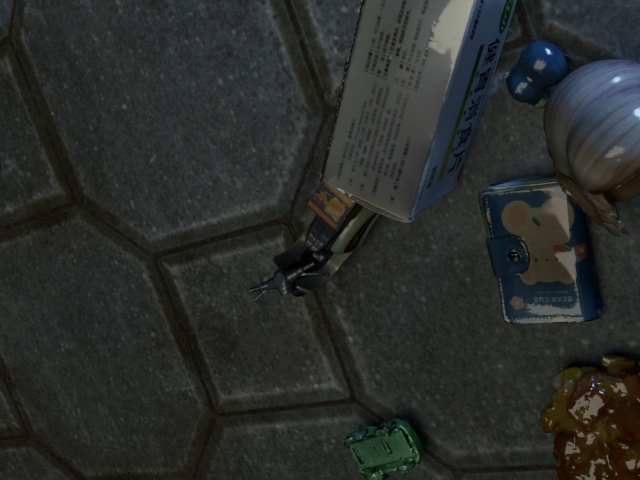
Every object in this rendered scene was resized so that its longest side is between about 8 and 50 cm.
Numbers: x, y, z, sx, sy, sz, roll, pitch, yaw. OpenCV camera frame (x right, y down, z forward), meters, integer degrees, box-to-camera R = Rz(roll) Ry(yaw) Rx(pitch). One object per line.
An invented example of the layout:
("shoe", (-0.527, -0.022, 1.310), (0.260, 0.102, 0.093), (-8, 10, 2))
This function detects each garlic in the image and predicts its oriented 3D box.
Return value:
("garlic", (0.377, -0.092, 0.996), (0.256, 0.207, 0.207), (20, 119, 10))

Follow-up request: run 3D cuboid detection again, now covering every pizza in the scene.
("pizza", (0.433, 0.273, 1.148), (0.278, 0.114, 0.409), (49, 124, 1))

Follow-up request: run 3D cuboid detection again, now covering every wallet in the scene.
("wallet", (0.297, 0.012, 1.157), (0.141, 0.059, 0.202), (-6, 107, 28))

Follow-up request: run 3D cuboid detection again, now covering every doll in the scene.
("doll", (0.278, -0.210, 1.089), (0.076, 0.050, 0.083), (40, 123, 8))

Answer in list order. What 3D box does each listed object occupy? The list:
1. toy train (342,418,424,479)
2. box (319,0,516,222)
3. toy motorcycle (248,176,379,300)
("toy train", (0.101, 0.341, 1.406), (0.149, 0.081, 0.099), (-29, 91, 31))
("box", (0.130, -0.213, 1.104), (0.145, 0.173, 0.333), (25, 120, 20))
("toy motorcycle", (0.000, 0.000, 1.283), (0.091, 0.157, 0.263), (43, 124, 14))
